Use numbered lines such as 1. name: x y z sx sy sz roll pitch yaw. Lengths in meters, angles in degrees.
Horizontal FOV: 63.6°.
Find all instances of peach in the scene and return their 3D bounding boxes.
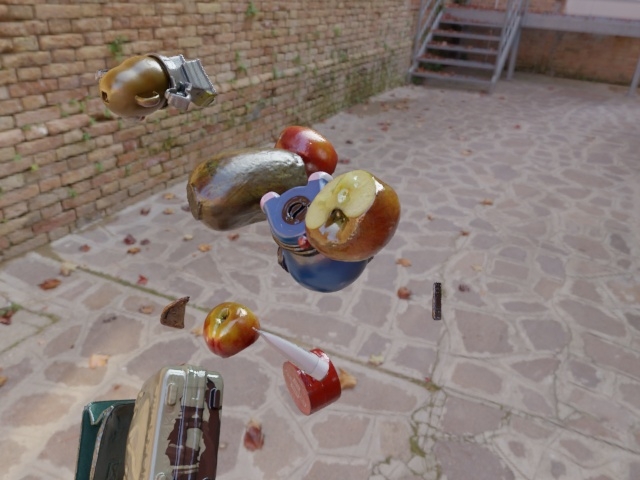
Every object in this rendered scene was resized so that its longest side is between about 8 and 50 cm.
1. peach: -0.049 -0.288 1.776 0.226 0.196 0.190 27 37 -1
2. peach: -0.285 0.297 1.674 0.190 0.193 0.190 -12 46 13

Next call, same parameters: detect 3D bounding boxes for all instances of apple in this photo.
1. apple: 0.070 -0.041 1.049 0.195 0.160 0.173 -21 24 28

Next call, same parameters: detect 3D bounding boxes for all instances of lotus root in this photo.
1. lotus root: -0.221 -0.150 1.509 0.345 0.251 0.250 -17 33 -34

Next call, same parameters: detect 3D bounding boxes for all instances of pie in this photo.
1. pie: -0.482 0.239 1.695 0.088 0.191 0.033 -10 53 -30

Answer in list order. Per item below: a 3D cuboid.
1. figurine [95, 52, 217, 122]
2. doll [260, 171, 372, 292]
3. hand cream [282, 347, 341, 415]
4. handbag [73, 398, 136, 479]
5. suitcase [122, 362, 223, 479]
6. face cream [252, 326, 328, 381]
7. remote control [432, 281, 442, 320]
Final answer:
1. figurine: -0.458 -0.416 1.394 0.342 0.167 0.284 0 20 36
2. doll: 0.000 0.000 1.333 0.283 0.310 0.241 -11 59 18
3. hand cream: -0.029 0.459 1.687 0.125 0.193 0.193 -21 35 -27
4. handbag: -0.531 0.558 1.418 0.089 0.239 0.326 2 -14 17
5. suitcase: -0.367 0.489 1.228 0.193 0.339 0.352 14 62 -25
6. face cream: -0.083 0.312 1.451 0.243 0.058 0.092 35 -14 -13
7. remote control: 0.292 0.153 1.300 0.014 0.096 0.039 -3 -8 40
